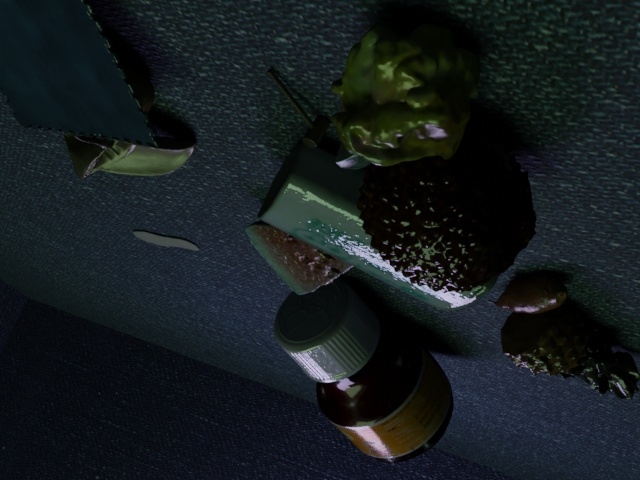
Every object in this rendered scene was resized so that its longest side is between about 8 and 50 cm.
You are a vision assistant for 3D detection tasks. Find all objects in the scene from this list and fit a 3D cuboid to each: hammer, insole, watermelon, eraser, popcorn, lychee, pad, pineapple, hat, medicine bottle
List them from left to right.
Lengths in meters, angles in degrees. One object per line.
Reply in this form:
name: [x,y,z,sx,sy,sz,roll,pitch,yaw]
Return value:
pad: [-0.330,-0.226,1.076,0.269,0.012,0.269,13,141,32]
hat: [-0.275,-0.160,1.297,0.173,0.144,0.166,-18,172,-19]
insole: [-0.324,-0.001,1.916,0.197,0.004,0.065,7,157,42]
hammer: [-0.027,-0.152,1.034,0.019,0.035,0.110,9,150,42]
watermelon: [0.000,0.000,1.391,0.154,0.094,0.241,42,156,-24]
medicine bottle: [0.076,0.235,1.755,0.242,0.242,0.395,4,143,47]
watermelon: [0.053,-0.120,1.017,0.061,0.085,0.085,49,172,21]
eraser: [0.074,-0.014,1.196,0.290,0.104,0.189,26,167,-9]
popcorn: [0.075,-0.129,0.827,0.126,0.126,0.145,5,162,-41]
lychee: [0.123,-0.035,0.945,0.188,0.188,0.188,21,163,7]
pineapple: [0.379,0.168,1.364,0.237,0.119,0.111,27,119,-28]

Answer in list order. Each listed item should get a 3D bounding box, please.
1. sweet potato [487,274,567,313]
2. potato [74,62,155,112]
sweet potato: [0.284,0.078,1.293,0.056,0.056,0.195,26,167,-11]
potato: [-0.273,-0.195,1.140,0.138,0.070,0.091,27,162,-12]
